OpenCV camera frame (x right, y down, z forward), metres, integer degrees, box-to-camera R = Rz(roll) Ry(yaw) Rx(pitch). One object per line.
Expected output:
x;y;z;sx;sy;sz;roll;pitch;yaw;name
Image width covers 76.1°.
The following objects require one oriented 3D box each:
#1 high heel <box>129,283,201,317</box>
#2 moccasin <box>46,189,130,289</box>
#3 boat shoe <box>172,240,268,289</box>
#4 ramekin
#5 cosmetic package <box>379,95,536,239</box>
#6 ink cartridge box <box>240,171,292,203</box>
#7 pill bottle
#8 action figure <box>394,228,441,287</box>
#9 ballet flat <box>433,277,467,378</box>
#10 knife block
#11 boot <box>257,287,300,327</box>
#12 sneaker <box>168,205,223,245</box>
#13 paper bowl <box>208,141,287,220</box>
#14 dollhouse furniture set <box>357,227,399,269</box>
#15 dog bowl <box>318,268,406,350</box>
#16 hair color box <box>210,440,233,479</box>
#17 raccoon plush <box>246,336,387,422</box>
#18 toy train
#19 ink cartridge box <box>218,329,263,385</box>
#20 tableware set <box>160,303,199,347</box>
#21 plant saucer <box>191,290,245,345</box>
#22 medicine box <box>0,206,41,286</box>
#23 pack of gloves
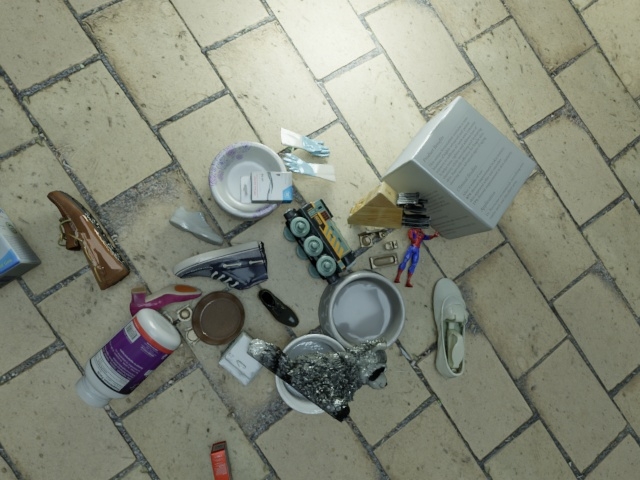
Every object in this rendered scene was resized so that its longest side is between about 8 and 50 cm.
-0.559;0.228;1.483;0.244;0.082;0.117;-2;113;-23;high heel
-0.829;-0.002;1.423;0.147;0.139;0.380;-35;100;-21;moccasin
-0.351;0.118;1.492;0.341;0.127;0.158;-16;80;-13;boat shoe
-0.034;0.479;1.512;0.277;0.135;0.277;1;84;-11;ramekin
0.520;-0.262;1.599;0.394;0.327;0.329;40;78;-5;cosmetic package
-0.191;-0.185;1.443;0.180;0.060;0.104;-2;85;-12;ink cartridge box
-0.646;0.397;1.376;0.323;0.181;0.181;-45;93;-6;pill bottle
0.388;0.044;1.642;0.091;0.139;0.280;20;78;-9;action figure
0.532;0.350;1.635;0.139;0.139;0.400;4;83;-10;ballet flat
0.275;-0.095;1.583;0.242;0.276;0.088;41;38;-13;knife block
-0.155;0.257;1.512;0.198;0.137;0.077;39;79;-5;boot
-0.448;-0.060;1.527;0.212;0.080;0.094;28;68;-5;sneaker
-0.270;-0.214;1.535;0.284;0.148;0.284;1;83;-11;paper bowl
0.245;0.031;1.618;0.144;0.123;0.151;-10;86;-11;dollhouse furniture set
0.171;0.279;1.590;0.349;0.102;0.348;1;85;-11;dog bowl
-0.345;0.810;1.439;0.053;0.093;0.167;-12;86;-11;hair color box
0.023;0.375;1.352;0.446;0.216;0.299;41;70;-12;raccoon plush
0.000;0.000;1.575;0.190;0.142;0.334;-35;91;-22;toy train
-0.270;0.411;1.453;0.128;0.176;0.127;41;79;-4;ink cartridge box
-0.519;0.323;1.496;0.141;0.020;0.168;-26;89;-12;tableware set
-0.371;0.285;1.501;0.199;0.036;0.198;0;73;1;plant saucer
-1.152;0.032;1.343;0.263;0.149;0.289;-36;92;-12;medicine box
-0.057;-0.325;1.609;0.232;0.046;0.195;10;59;-31;pack of gloves
